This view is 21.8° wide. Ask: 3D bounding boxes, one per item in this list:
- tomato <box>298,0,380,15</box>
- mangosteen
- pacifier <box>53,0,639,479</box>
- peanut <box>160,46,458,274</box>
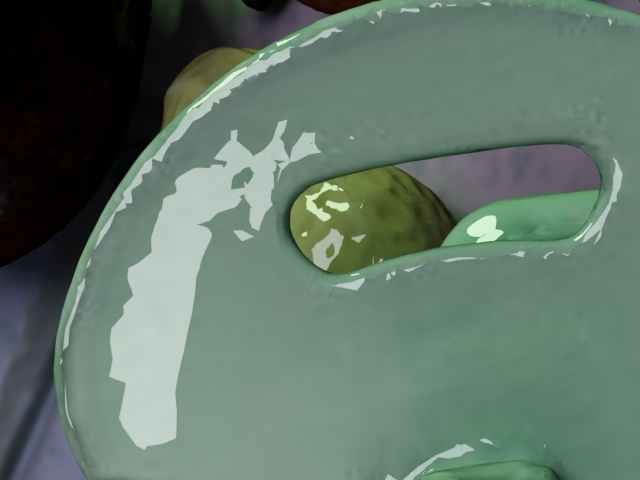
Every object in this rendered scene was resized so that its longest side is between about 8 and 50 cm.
[{"bbox_3d":[0.031,-0.157,0.590,0.167,0.167,0.167,-11,70,31],"label":"tomato"},{"bbox_3d":[-0.137,-0.107,0.671,0.261,0.235,0.235,-14,62,-13],"label":"mangosteen"},{"bbox_3d":[0.062,0.098,0.418,0.288,0.269,0.343,-11,90,6],"label":"pacifier"},{"bbox_3d":[0.000,0.000,0.613,0.082,0.082,0.187,-51,56,10],"label":"peanut"}]
